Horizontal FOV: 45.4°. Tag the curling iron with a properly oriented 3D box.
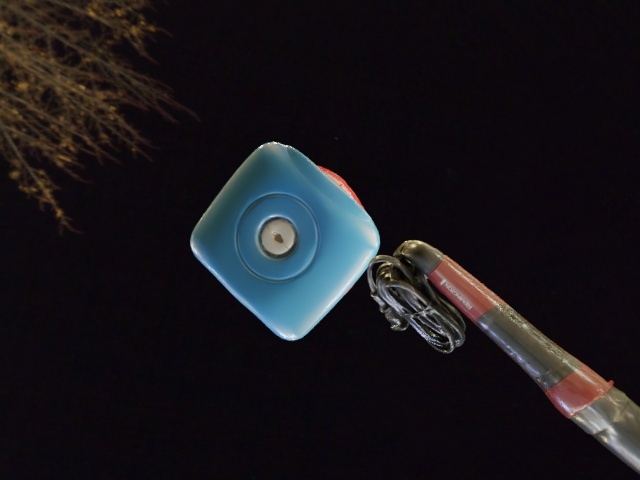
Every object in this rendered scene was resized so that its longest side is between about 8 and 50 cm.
[{"bbox_3d":[0.142,0.088,0.432,0.274,0.068,0.035,35,-115,5],"label":"curling iron"}]

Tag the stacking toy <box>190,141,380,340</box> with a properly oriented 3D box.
[{"bbox_3d":[0.000,0.000,0.921,0.175,0.302,0.165,43,-80,14],"label":"stacking toy"}]
